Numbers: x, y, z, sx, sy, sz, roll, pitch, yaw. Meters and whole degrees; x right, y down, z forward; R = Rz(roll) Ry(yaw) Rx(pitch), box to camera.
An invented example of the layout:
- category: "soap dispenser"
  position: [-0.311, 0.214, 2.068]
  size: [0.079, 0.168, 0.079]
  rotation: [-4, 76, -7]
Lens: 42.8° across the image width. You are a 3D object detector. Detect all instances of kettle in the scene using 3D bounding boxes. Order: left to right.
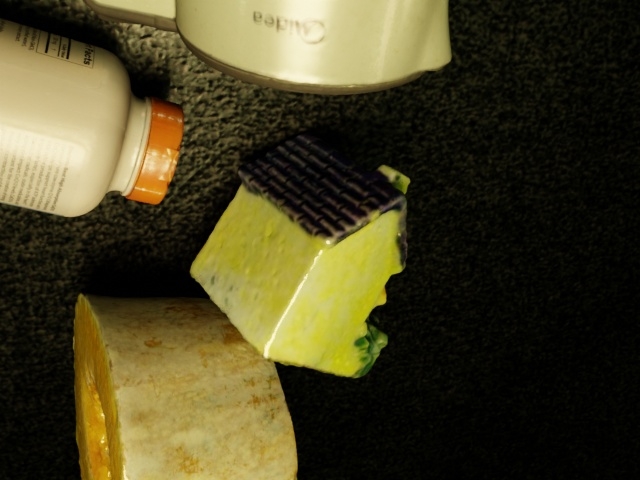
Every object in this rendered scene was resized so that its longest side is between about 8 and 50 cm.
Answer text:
- category: "kettle"
  position: [-0.047, -0.329, 0.612]
  size: [0.361, 0.250, 0.376]
  rotation: [9, 124, 3]

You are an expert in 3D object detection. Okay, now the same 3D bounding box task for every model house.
- category: "model house"
  position: [0.000, 0.000, 0.848]
  size: [0.170, 0.194, 0.211]
  rotation: [21, 103, -40]

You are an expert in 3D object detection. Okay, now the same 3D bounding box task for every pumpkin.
- category: "pumpkin"
  position: [-0.151, 0.214, 0.881]
  size: [0.199, 0.332, 0.332]
  rotation: [-4, 124, -27]

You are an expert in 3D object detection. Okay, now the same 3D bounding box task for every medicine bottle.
- category: "medicine bottle"
  position: [-0.272, -0.110, 0.716]
  size: [0.289, 0.157, 0.157]
  rotation: [13, 117, -23]
